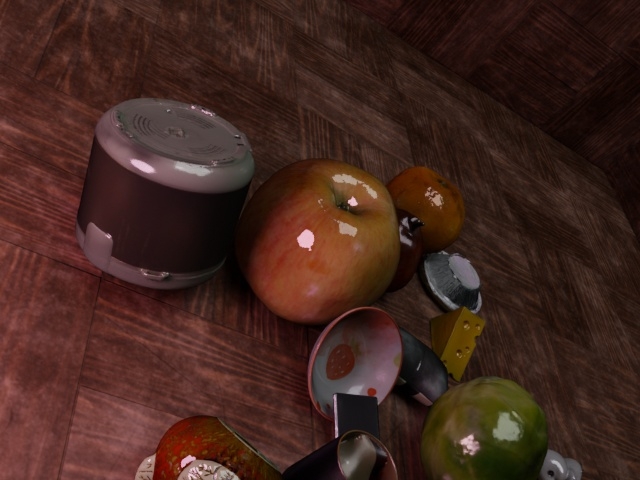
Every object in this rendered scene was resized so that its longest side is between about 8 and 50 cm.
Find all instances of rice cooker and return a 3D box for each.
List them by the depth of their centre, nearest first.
[{"bbox_3d":[-0.312,-0.085,1.502,0.335,0.325,0.335,16,30,-9],"label":"rice cooker"}]

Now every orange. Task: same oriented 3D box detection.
[{"bbox_3d":[0.294,-0.082,2.206,0.261,0.261,0.261,28,37,-23],"label":"orange"}]

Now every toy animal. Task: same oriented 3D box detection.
[{"bbox_3d":[0.553,0.564,1.902,0.220,0.104,0.131,32,36,-17],"label":"toy animal"}]

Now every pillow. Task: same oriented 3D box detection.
[{"bbox_3d":[0.225,0.305,1.835,0.250,0.106,0.186,37,27,-16],"label":"pillow"}]

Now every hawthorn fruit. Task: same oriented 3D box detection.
[{"bbox_3d":[0.188,0.017,1.980,0.208,0.248,0.208,32,35,-26],"label":"hawthorn fruit"}]

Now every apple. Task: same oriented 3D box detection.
[{"bbox_3d":[0.000,0.000,1.717,0.391,0.346,0.391,22,43,-22],"label":"apple"}]

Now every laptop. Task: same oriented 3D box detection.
[{"bbox_3d":[0.079,0.416,1.595,0.129,0.016,0.180,15,62,-37],"label":"laptop"}]

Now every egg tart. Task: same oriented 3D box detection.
[{"bbox_3d":[0.400,0.117,2.236,0.234,0.094,0.234,28,39,-25],"label":"egg tart"}]

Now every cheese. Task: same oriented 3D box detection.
[{"bbox_3d":[0.357,0.285,2.027,0.093,0.126,0.171,35,53,-24],"label":"cheese"}]

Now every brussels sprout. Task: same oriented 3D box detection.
[{"bbox_3d":[0.364,0.457,1.689,0.268,0.344,0.344,18,25,24],"label":"brussels sprout"}]

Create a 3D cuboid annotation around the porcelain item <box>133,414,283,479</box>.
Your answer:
[{"bbox_3d":[-0.185,0.421,1.222,0.253,0.253,0.253,28,37,-23],"label":"porcelain item"}]

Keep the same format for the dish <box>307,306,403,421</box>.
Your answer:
[{"bbox_3d":[0.058,0.262,1.656,0.260,0.260,0.085,13,3,-38],"label":"dish"}]

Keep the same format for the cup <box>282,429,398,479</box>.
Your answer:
[{"bbox_3d":[0.064,0.480,1.411,0.239,0.177,0.166,42,33,-4],"label":"cup"}]
